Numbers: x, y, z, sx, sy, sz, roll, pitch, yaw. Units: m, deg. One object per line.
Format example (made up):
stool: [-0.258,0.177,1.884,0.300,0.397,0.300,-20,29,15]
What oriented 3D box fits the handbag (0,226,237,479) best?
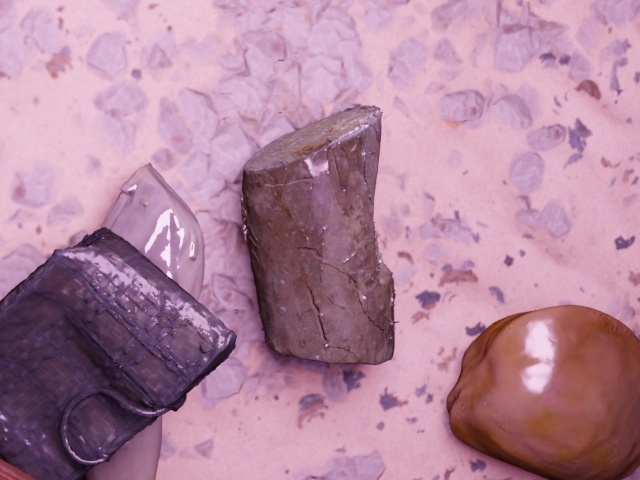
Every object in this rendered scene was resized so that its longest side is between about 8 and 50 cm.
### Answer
handbag: [-0.214,0.110,0.983,0.270,0.088,0.175,-40,92,20]

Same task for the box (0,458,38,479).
box: [-0.288,0.377,0.951,0.339,0.229,0.239,38,111,-25]

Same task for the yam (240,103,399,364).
yam: [0.000,0.000,1.085,0.154,0.154,0.255,-9,108,-20]

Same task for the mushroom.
mushroom: [-0.181,0.104,1.059,0.109,0.097,0.351,12,100,-1]

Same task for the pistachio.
pistachio: [0.275,0.174,1.221,0.260,0.163,0.213,26,124,-26]
